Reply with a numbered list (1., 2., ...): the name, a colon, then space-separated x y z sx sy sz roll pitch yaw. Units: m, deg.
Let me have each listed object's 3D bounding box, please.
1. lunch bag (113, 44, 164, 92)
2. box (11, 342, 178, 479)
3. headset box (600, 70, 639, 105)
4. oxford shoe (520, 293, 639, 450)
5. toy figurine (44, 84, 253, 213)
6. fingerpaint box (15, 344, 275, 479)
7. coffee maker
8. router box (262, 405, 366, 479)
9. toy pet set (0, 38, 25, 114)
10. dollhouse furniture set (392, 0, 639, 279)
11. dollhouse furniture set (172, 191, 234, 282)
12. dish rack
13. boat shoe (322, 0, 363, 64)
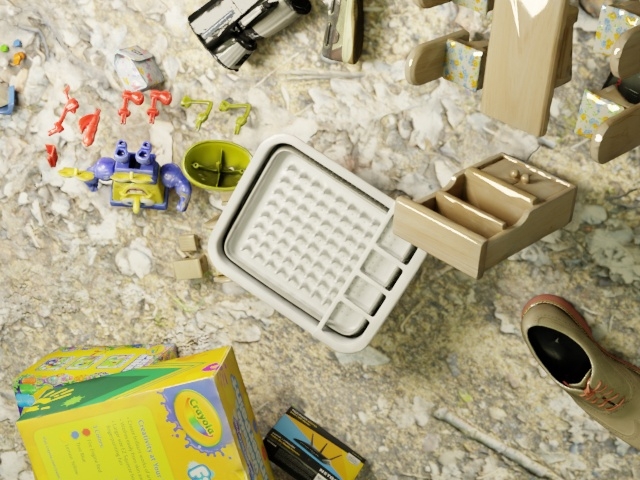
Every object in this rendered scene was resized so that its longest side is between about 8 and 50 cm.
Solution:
1. lunch bag: -0.330 -0.311 1.926 0.053 0.071 0.083 -27 95 26
2. box: -0.416 0.370 2.103 0.279 0.177 0.290 -5 104 20
3. headset box: 0.591 -0.233 1.597 0.293 0.110 0.218 29 114 10
4. oxford shoe: 0.458 0.247 1.777 0.348 0.130 0.123 42 115 4
5. toy figurine: -0.301 -0.137 1.945 0.362 0.217 0.191 3 64 -5
6. fingerpaint box: -0.277 0.450 1.906 0.371 0.163 0.445 -15 103 11
7. coffee maker: -0.130 -0.405 1.816 0.178 0.120 0.171 -33 70 24
8. router box: -0.015 0.401 1.991 0.179 0.133 0.046 35 115 7
9. toy pet set: -0.607 -0.306 2.046 0.122 0.065 0.114 -15 65 20
10. dollhouse furniture set: 0.267 -0.184 1.583 0.362 0.256 0.394 30 131 36
11. dollhouse furniture set: -0.217 -0.018 1.956 0.161 0.101 0.182 -7 103 21
12. dish rack: 0.000 0.000 1.812 0.333 0.072 0.285 33 112 6
13. boat shoe: 0.032 -0.403 1.764 0.073 0.080 0.223 5 112 13
